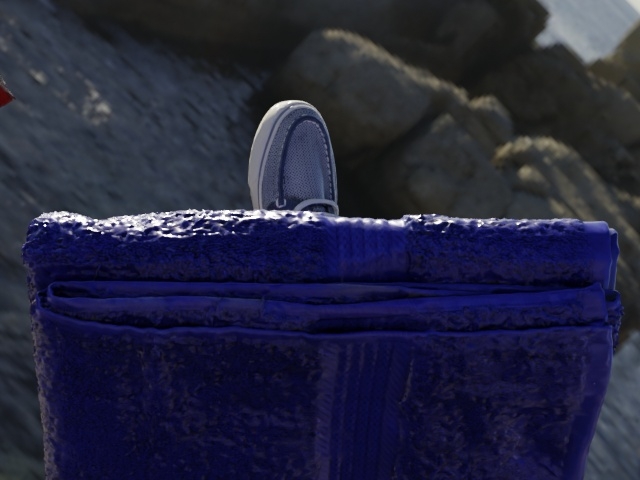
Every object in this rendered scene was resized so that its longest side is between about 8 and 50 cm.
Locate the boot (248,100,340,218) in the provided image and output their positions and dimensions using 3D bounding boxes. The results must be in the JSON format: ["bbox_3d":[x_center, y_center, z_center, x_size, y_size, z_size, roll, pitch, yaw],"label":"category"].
[{"bbox_3d":[0.000,0.000,0.877,0.069,0.190,0.086,-5,7,-35],"label":"boot"}]

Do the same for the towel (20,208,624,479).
[{"bbox_3d":[-0.003,0.089,0.699,0.308,0.227,0.076,1,34,-2],"label":"towel"}]

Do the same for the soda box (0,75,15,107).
[{"bbox_3d":[-0.164,-0.080,0.348,0.083,0.092,0.263,58,-6,5],"label":"soda box"}]
